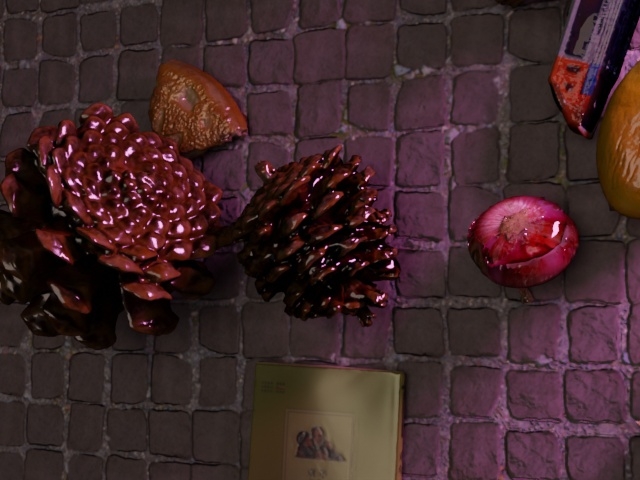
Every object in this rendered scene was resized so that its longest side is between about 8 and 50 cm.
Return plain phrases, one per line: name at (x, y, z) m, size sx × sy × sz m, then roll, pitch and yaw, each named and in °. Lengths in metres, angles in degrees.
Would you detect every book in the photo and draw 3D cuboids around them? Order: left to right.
book at (0.005, 0.359, 1.644) m, size 0.239 × 0.035 × 0.352 m, roll 1°, pitch 86°, yaw 24°

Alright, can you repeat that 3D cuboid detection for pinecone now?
pinecone at (-0.339, 0.015, 1.682) m, size 0.384 × 0.384 × 0.384 m, roll -2°, pitch 84°, yaw 26°
pinecone at (-0.011, 0.000, 1.581) m, size 0.243 × 0.243 × 0.257 m, roll -5°, pitch 103°, yaw 25°

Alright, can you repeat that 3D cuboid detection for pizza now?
pizza at (-0.202, -0.184, 1.782) m, size 0.182 × 0.062 × 0.161 m, roll 30°, pitch 92°, yaw 20°

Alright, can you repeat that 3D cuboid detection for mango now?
mango at (0.428, -0.144, 1.455) m, size 0.137 × 0.091 × 0.237 m, roll 5°, pitch 81°, yaw 21°

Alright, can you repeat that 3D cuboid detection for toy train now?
toy train at (0.384, -0.341, 1.493) m, size 0.089 × 0.086 × 0.409 m, roll 20°, pitch 95°, yaw 27°

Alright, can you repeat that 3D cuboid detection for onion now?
onion at (0.274, 0.024, 1.515) m, size 0.150 × 0.140 × 0.150 m, roll -12°, pitch 39°, yaw 9°

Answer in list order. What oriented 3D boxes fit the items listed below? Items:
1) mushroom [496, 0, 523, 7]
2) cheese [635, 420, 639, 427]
mushroom at (0.259, -0.540, 1.458) m, size 0.356 × 0.331 × 0.334 m, roll 41°, pitch 86°, yaw 8°
cheese at (0.447, 0.240, 1.430) m, size 0.084 × 0.060 × 0.041 m, roll -1°, pitch 86°, yaw 33°
